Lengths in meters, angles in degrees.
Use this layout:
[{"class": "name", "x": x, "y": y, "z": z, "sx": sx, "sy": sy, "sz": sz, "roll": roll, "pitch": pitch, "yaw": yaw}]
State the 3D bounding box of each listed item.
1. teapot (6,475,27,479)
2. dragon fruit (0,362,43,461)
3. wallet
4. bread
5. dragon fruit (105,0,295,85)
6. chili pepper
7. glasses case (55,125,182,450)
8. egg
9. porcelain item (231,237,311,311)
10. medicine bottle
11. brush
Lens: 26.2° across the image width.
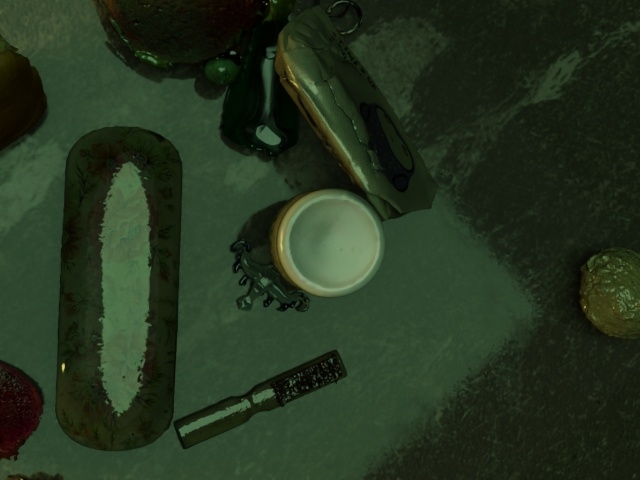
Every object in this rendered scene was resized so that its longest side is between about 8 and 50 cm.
[{"class": "teapot", "x": -0.366, "y": 0.343, "z": 1.800, "sx": 0.121, "sy": 0.076, "sz": 0.068, "roll": 25, "pitch": 72, "yaw": 21}, {"class": "dragon fruit", "x": -0.447, "y": 0.240, "z": 1.778, "sx": 0.153, "sy": 0.153, "sz": 0.111, "roll": 21, "pitch": 126, "yaw": -9}, {"class": "wallet", "x": 0.050, "y": -0.171, "z": 1.809, "sx": 0.068, "sy": 0.275, "sz": 0.335, "roll": -29, "pitch": 96, "yaw": 25}, {"class": "bread", "x": -0.437, "y": -0.179, "z": 1.714, "sx": 0.174, "sy": 0.245, "sz": 0.121, "roll": -43, "pitch": 86, "yaw": -9}, {"class": "dragon fruit", "x": -0.169, "y": -0.341, "z": 1.770, "sx": 0.268, "sy": 0.130, "sz": 0.295, "roll": -7, "pitch": 130, "yaw": 14}, {"class": "chili pepper", "x": -0.077, "y": -0.220, "z": 1.868, "sx": 0.108, "sy": 0.062, "sz": 0.216, "roll": 3, "pitch": 86, "yaw": -10}, {"class": "glasses case", "x": -0.264, "y": 0.063, "z": 1.808, "sx": 0.156, "sy": 0.098, "sz": 0.426, "roll": 2, "pitch": 88, "yaw": -6}, {"class": "egg", "x": 0.422, "y": 0.075, "z": 1.924, "sx": 0.118, "sy": 0.116, "sz": 0.140, "roll": -30, "pitch": 94, "yaw": 19}, {"class": "porcelain item", "x": -0.084, "y": 0.066, "z": 1.879, "sx": 0.136, "sy": 0.021, "sz": 0.075, "roll": 43, "pitch": 82, "yaw": -7}, {"class": "medicine bottle", "x": 0.000, "y": 0.000, "z": 1.784, "sx": 0.139, "sy": 0.237, "sz": 0.139, "roll": 0, "pitch": 93, "yaw": -7}, {"class": "brush", "x": -0.080, "y": 0.216, "z": 1.870, "sx": 0.247, "sy": 0.036, "sz": 0.043, "roll": -23, "pitch": 88, "yaw": -10}]
